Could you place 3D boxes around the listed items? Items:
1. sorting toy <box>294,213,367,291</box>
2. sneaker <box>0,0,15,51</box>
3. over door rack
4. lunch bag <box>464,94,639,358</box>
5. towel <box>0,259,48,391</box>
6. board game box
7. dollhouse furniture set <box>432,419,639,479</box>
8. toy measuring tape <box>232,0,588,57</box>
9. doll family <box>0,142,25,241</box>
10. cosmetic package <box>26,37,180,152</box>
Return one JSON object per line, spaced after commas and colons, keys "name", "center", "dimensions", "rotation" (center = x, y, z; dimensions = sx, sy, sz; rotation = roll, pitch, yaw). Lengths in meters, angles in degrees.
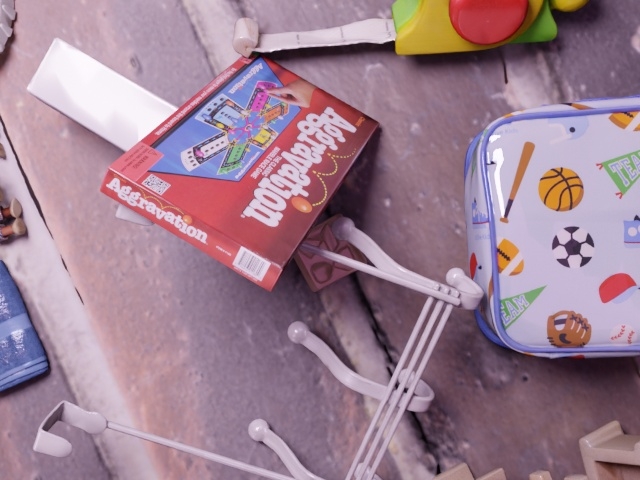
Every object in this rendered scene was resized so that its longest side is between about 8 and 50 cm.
{"name": "sorting toy", "center": [0.000, 0.000, 0.880], "dimensions": [0.062, 0.012, 0.083], "rotation": [-28, 93, 6]}
{"name": "sneaker", "center": [-0.355, -0.271, 0.862], "dimensions": [0.095, 0.090, 0.235], "rotation": [-7, 86, 13]}
{"name": "over door rack", "center": [-0.051, 0.090, 0.795], "dimensions": [0.324, 0.108, 0.239], "rotation": [16, 107, -19]}
{"name": "lunch bag", "center": [0.285, -0.019, 0.825], "dimensions": [0.303, 0.115, 0.243], "rotation": [-4, 85, 0]}
{"name": "towel", "center": [-0.312, 0.083, 0.881], "dimensions": [0.067, 0.029, 0.119], "rotation": [-24, 89, 1]}
{"name": "board game box", "center": [-0.051, -0.073, 0.763], "dimensions": [0.145, 0.281, 0.027], "rotation": [31, 124, 0]}
{"name": "dollhouse furniture set", "center": [0.214, 0.263, 0.770], "dimensions": [0.259, 0.262, 0.135], "rotation": [-19, 92, -30]}
{"name": "toy measuring tape", "center": [0.081, -0.230, 0.822], "dimensions": [0.330, 0.121, 0.121], "rotation": [-3, 90, 1]}
{"name": "doll family", "center": [-0.362, -0.068, 0.863], "dimensions": [0.111, 0.076, 0.193], "rotation": [-16, 85, 6]}
{"name": "cosmetic package", "center": [-0.140, -0.093, 0.841], "dimensions": [0.239, 0.099, 0.060], "rotation": [31, 91, 2]}
